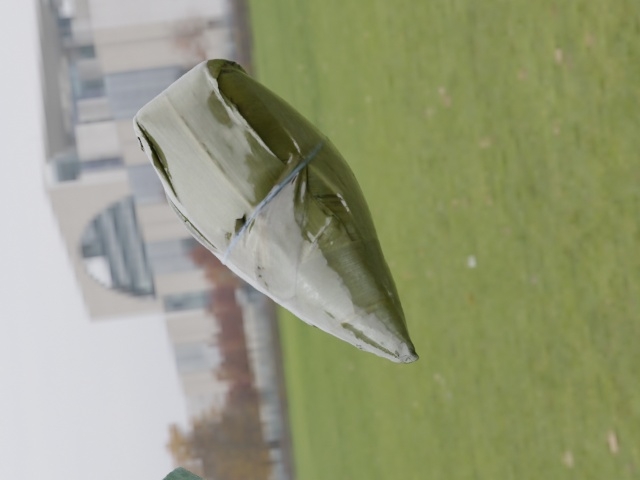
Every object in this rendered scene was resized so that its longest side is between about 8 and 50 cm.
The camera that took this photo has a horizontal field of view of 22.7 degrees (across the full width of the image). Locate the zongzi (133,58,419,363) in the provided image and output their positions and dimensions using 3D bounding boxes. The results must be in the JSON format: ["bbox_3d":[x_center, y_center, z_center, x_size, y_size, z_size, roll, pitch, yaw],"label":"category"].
[{"bbox_3d":[0.000,0.000,1.753,0.393,0.174,0.356,46,-174,15],"label":"zongzi"}]

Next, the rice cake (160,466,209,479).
[{"bbox_3d":[-0.172,0.265,1.293,0.081,0.051,0.290,-51,-8,26],"label":"rice cake"}]
